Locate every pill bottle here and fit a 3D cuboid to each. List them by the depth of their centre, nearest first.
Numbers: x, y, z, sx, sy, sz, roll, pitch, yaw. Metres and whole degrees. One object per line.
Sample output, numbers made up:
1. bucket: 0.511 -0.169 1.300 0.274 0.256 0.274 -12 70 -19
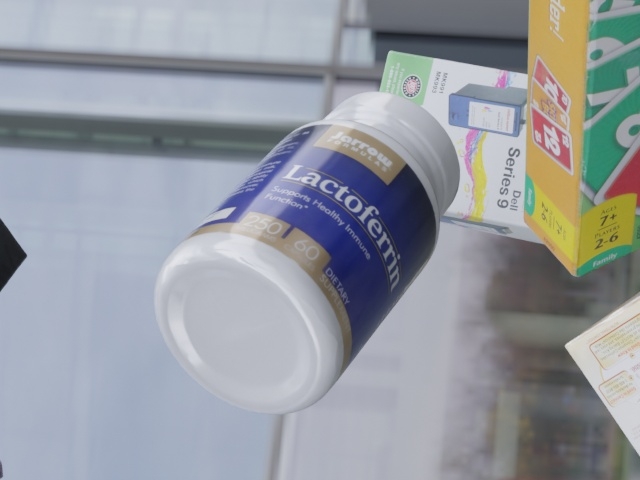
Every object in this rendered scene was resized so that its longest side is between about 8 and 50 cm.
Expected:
1. pill bottle: 0.000 0.000 1.312 0.264 0.153 0.153 -50 -34 -47

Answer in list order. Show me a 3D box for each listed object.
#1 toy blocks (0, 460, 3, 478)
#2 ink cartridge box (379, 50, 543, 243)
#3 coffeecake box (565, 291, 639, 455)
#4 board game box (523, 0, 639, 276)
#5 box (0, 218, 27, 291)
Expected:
1. toy blocks: -0.399 0.165 1.126 0.309 0.288 0.260 3 -91 -50
2. ink cartridge box: 0.159 -0.091 1.711 0.093 0.212 0.154 38 -114 -76
3. coffeecake box: 0.231 0.092 0.866 0.142 0.068 0.185 -27 -99 -48
4. board game box: 0.107 -0.110 0.396 0.039 0.124 0.259 52 158 42
5. box: -0.419 -0.028 1.519 0.270 0.165 0.143 56 -152 -19
